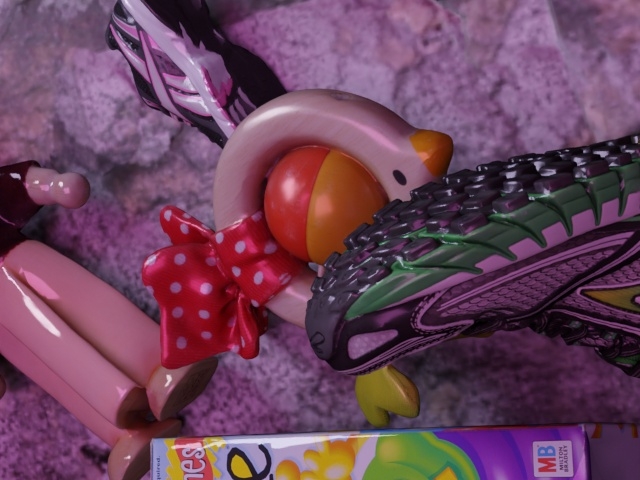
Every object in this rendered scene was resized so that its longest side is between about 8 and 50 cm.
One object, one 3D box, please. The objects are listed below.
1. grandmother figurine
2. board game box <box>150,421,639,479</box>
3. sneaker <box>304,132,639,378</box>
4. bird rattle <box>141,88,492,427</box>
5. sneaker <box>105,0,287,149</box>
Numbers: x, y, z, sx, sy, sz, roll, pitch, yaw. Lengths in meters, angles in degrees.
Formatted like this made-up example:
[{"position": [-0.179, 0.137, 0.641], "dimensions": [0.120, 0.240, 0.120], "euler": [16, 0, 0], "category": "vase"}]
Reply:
[{"position": [-0.242, 0.031, 0.808], "dimensions": [0.342, 0.104, 0.207], "euler": [34, 97, 13], "category": "grandmother figurine"}, {"position": [0.049, 0.182, 0.616], "dimensions": [0.275, 0.144, 0.142], "euler": [-9, 76, 31], "category": "board game box"}, {"position": [0.158, 0.020, 0.556], "dimensions": [0.344, 0.134, 0.146], "euler": [-12, 96, -16], "category": "sneaker"}, {"position": [0.000, 0.000, 0.689], "dimensions": [0.254, 0.143, 0.206], "euler": [21, 117, 29], "category": "bird rattle"}, {"position": [-0.089, -0.112, 0.760], "dimensions": [0.178, 0.072, 0.077], "euler": [55, 133, 8], "category": "sneaker"}]
